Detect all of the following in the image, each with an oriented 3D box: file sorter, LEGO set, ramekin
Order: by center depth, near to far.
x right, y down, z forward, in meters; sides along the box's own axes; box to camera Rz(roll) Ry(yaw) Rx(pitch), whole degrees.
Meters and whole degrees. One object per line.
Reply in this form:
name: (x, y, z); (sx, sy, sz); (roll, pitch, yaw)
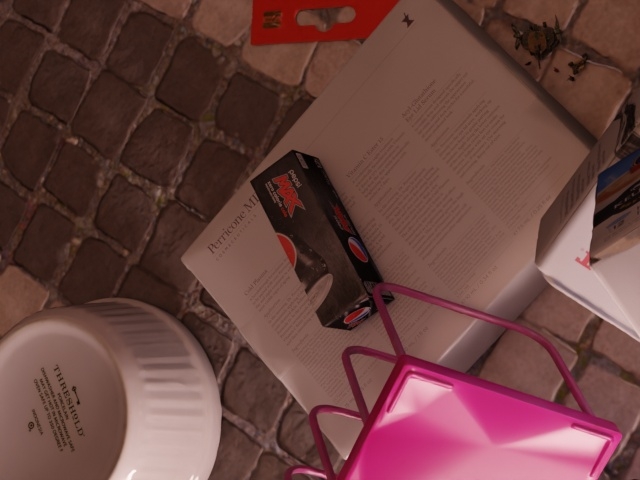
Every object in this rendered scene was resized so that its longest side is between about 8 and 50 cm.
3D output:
file sorter: (0.087, 0.212, 1.366); (0.182, 0.202, 0.290); (-108, 40, -63)
LEGO set: (0.221, -0.186, 1.496); (0.054, 0.023, 0.083); (-41, 79, 21)
ramekin: (-0.252, 0.190, 1.644); (0.273, 0.127, 0.272); (-4, 81, 29)

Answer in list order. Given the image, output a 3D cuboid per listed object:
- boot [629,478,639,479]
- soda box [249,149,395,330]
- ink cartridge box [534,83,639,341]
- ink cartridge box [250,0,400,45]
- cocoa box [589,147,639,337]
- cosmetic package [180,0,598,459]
boot: (0.313, 0.309, 1.333); (0.295, 0.104, 0.211); (-23, 84, 36)
soda box: (0.000, 0.000, 1.464); (0.060, 0.053, 0.169); (-36, 67, 21)
ink cartridge box: (0.352, -0.055, 1.264); (0.223, 0.129, 0.307); (33, 112, -3)
ink cartridge box: (0.000, -0.329, 1.617); (0.189, 0.066, 0.232); (1, 79, 29)
cocoa box: (0.380, 0.058, 1.103); (0.231, 0.228, 0.347); (-34, 99, 20)
cosmetic package: (0.078, -0.017, 1.506); (0.377, 0.097, 0.284); (-48, 66, 15)
